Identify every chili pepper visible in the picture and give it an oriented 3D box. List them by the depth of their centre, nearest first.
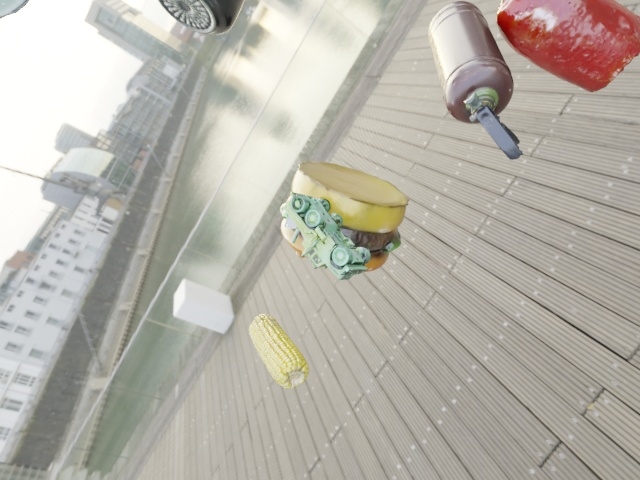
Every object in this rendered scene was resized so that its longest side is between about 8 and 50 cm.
[{"bbox_3d":[0.380,-0.395,0.738,0.131,0.338,0.134,-59,2,-21],"label":"chili pepper"}]

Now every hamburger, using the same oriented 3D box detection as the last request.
[{"bbox_3d":[0.056,-0.070,1.357,0.395,0.396,0.277,-119,43,-60],"label":"hamburger"}]

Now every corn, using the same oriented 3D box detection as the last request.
[{"bbox_3d":[-0.113,0.283,1.095,0.093,0.093,0.244,-60,35,6],"label":"corn"}]

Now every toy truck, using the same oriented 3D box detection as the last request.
[{"bbox_3d":[0.004,0.000,1.085,0.259,0.128,0.135,48,112,24],"label":"toy truck"}]

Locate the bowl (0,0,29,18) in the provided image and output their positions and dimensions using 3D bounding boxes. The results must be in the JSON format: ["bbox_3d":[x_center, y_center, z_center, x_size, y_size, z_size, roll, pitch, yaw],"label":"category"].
[{"bbox_3d":[-0.846,-0.685,0.971,0.146,0.313,0.313,34,97,36],"label":"bowl"}]

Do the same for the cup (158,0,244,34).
[{"bbox_3d":[-0.208,-0.497,0.745,0.176,0.169,0.223,-63,-11,-13],"label":"cup"}]

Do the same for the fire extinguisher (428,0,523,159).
[{"bbox_3d":[0.256,-0.261,0.686,0.102,0.138,0.343,-36,36,37],"label":"fire extinguisher"}]
